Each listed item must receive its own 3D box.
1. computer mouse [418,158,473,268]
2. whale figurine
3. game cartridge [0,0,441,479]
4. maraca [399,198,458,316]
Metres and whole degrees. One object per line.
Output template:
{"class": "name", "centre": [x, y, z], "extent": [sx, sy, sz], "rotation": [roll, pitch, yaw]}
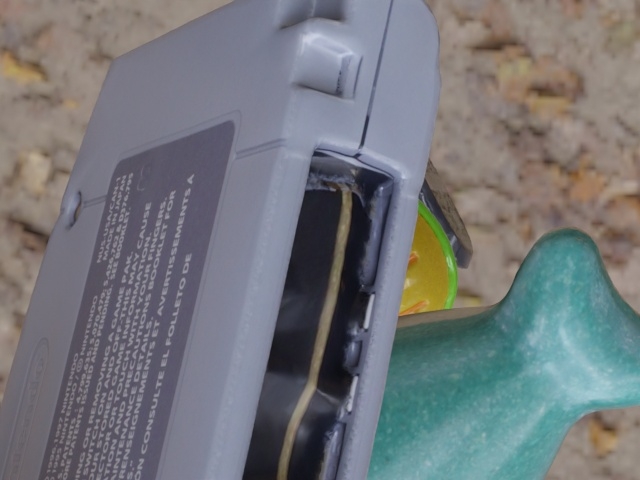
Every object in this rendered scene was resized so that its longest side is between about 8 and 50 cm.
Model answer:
{"class": "computer mouse", "centre": [0.038, -0.090, 1.378], "extent": [0.060, 0.184, 0.262], "rotation": [-28, 90, 10]}
{"class": "whale figurine", "centre": [0.049, 0.111, 0.899], "extent": [0.272, 0.141, 0.216], "rotation": [-34, 103, 22]}
{"class": "game cartridge", "centre": [-0.053, 0.071, 0.568], "extent": [0.060, 0.294, 0.196], "rotation": [19, 166, -30]}
{"class": "maraca", "centre": [0.000, 0.000, 1.110], "extent": [0.185, 0.099, 0.127], "rotation": [38, 114, -7]}
